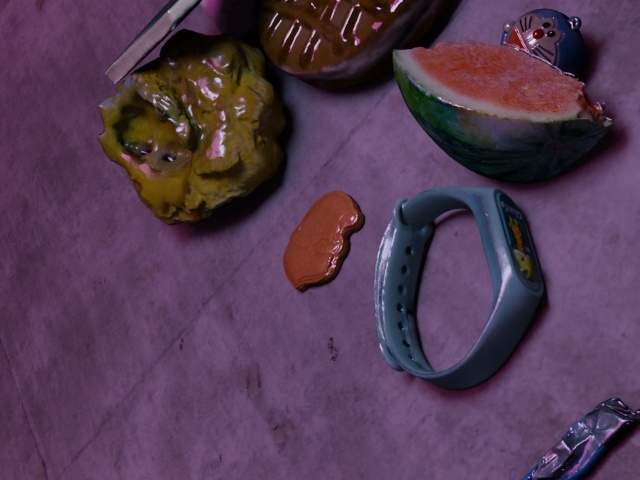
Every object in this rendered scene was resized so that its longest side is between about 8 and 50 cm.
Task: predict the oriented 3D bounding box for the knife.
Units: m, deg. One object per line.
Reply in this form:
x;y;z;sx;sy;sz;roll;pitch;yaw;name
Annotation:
0.197;0.254;1.384;0.296;0.026;0.044;-48;53;14;knife

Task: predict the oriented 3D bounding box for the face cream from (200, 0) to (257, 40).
-0.153;-0.369;2.103;0.092;0.058;0.244;-48;47;7;face cream

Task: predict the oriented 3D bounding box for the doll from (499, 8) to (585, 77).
0.231;-0.197;1.575;0.152;0.085;0.114;-39;67;37;doll

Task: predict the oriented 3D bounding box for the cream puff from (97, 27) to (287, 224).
-0.179;-0.154;1.882;0.281;0.185;0.282;-13;68;35;cream puff

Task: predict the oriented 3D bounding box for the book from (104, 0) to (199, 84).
-0.128;-0.374;1.918;0.379;0.031;0.264;-51;11;-24;book

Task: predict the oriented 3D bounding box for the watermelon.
0.180;-0.114;1.534;0.128;0.146;0.231;-33;52;-31;watermelon

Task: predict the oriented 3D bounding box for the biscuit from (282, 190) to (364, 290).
0.000;0.000;1.746;0.130;0.019;0.102;-59;39;3;biscuit

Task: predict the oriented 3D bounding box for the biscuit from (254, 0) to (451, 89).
0.048;-0.344;1.837;0.332;0.103;0.332;-24;51;34;biscuit

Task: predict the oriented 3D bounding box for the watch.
0.142;0.042;1.542;0.195;0.068;0.237;-34;50;31;watch
